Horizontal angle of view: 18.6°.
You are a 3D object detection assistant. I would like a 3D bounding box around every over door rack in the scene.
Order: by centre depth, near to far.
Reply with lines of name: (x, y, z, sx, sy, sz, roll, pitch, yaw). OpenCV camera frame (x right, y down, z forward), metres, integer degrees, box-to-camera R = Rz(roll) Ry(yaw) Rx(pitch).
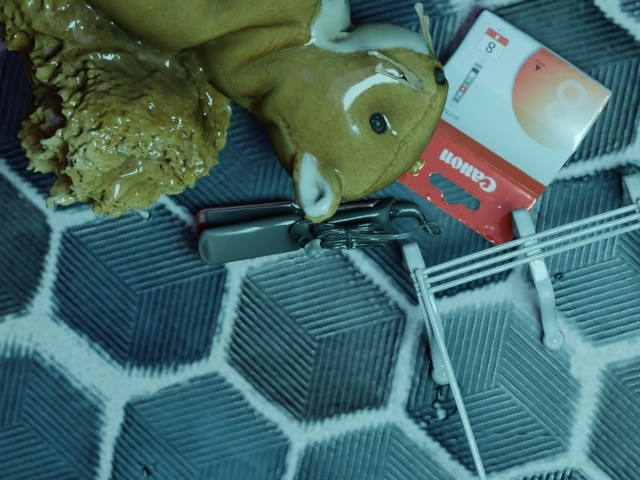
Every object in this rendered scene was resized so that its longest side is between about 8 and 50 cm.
over door rack: (0.228, 0.127, 1.786, 0.239, 0.108, 0.324, -18, 78, 1)

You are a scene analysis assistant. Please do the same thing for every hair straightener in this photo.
hair straightener: (0.000, 0.000, 1.812, 0.230, 0.089, 0.047, -1, 121, -4)

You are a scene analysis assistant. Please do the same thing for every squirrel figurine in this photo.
squirrel figurine: (-0.087, -0.178, 1.751, 0.397, 0.281, 0.370, -30, 101, 16)

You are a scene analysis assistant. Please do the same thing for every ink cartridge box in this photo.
ink cartridge box: (0.163, -0.104, 1.823, 0.145, 0.045, 0.179, 33, 90, 1)
